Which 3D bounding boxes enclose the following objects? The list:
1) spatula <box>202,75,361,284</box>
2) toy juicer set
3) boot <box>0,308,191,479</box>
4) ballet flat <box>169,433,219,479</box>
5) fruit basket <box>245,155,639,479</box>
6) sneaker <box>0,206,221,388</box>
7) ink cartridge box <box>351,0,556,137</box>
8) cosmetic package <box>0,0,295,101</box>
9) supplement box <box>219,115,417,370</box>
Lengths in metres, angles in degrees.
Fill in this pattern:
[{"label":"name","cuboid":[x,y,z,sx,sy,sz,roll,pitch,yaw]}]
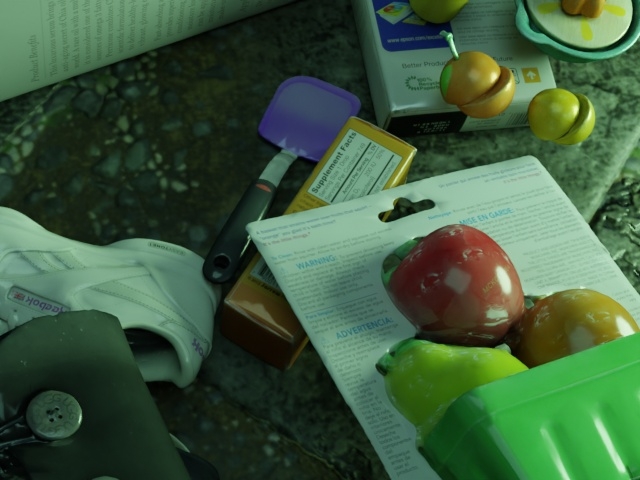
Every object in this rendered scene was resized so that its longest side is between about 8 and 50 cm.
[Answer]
[{"label":"spatula","cuboid":[-0.045,-0.060,1.252,0.084,0.030,0.296,25,43,4]},{"label":"toy juicer set","cuboid":[0.257,-0.197,1.295,0.329,0.089,0.209,-3,65,-15]},{"label":"boot","cuboid":[-0.076,0.234,0.955,0.367,0.146,0.445,-17,52,-31]},{"label":"ballet flat","cuboid":[-0.173,0.174,1.134,0.203,0.074,0.074,26,64,10]},{"label":"fruit basket","cuboid":[0.147,0.092,1.147,0.327,0.165,0.353,-15,53,-30]},{"label":"sneaker","cuboid":[-0.236,0.057,1.125,0.305,0.114,0.152,6,39,-6]},{"label":"ink cartridge box","cuboid":[0.116,-0.284,1.392,0.176,0.069,0.370,-6,69,-12]},{"label":"cosmetic package","cuboid":[-0.191,-0.296,1.257,0.453,0.230,0.161,-22,70,-19]},{"label":"supplement box","cuboid":[0.000,0.000,1.233,0.080,0.078,0.233,31,64,9]}]
